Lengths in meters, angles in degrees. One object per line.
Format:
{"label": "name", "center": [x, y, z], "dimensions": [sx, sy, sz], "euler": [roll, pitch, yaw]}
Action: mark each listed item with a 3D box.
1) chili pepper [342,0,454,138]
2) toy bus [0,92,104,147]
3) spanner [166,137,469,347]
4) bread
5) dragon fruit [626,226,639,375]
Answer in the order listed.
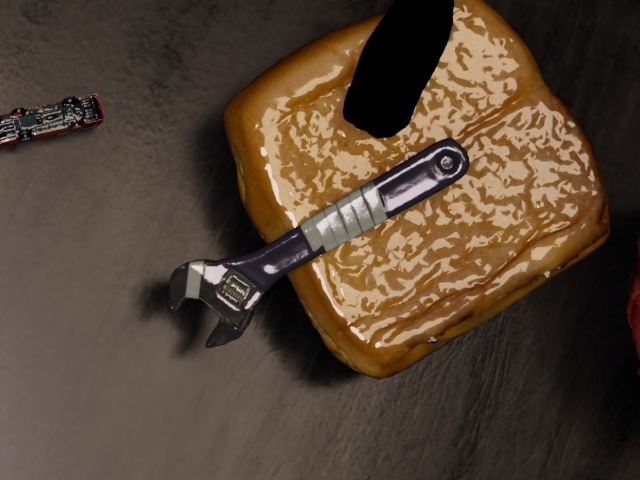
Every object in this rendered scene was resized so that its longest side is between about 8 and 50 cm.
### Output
{"label": "chili pepper", "center": [0.086, -0.191, 1.526], "dimensions": [0.072, 0.073, 0.204], "euler": [27, 87, -25]}
{"label": "toy bus", "center": [-0.265, -0.113, 1.561], "dimensions": [0.110, 0.043, 0.031], "euler": [-14, 83, -18]}
{"label": "spanner", "center": [0.000, 0.000, 1.506], "dimensions": [0.316, 0.024, 0.087], "euler": [-29, 91, 9]}
{"label": "bread", "center": [0.088, -0.064, 1.618], "dimensions": [0.337, 0.148, 0.328], "euler": [-33, 89, -16]}
{"label": "dragon fruit", "center": [0.449, 0.063, 1.637], "dimensions": [0.295, 0.295, 0.301], "euler": [14, 71, -16]}
